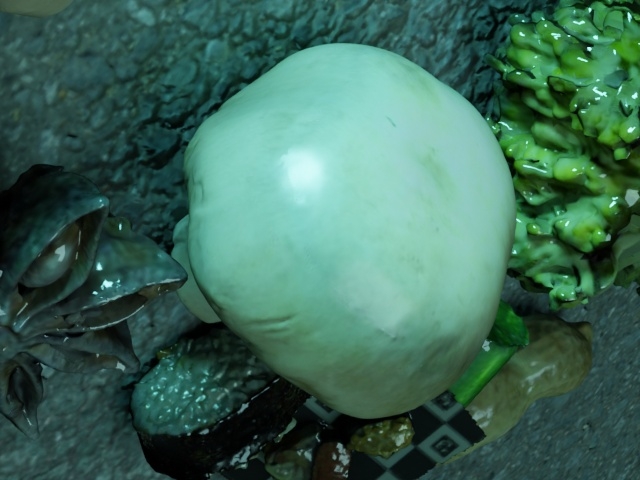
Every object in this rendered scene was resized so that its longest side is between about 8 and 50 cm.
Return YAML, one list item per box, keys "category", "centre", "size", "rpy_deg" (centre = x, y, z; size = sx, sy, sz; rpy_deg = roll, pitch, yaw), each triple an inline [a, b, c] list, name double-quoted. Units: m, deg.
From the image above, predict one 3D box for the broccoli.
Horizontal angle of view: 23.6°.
- category: "broccoli"
  centre: [0.277, -0.098, 1.198]
  size: [0.334, 0.272, 0.324]
  rpy_deg: [-9, 87, -30]

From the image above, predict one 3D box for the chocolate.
- category: "chocolate"
  centre: [0.044, 0.155, 1.264]
  size: [0.110, 0.110, 0.291]
  rpy_deg: [12, 123, -47]

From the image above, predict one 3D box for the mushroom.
- category: "mushroom"
  centre: [0.000, 0.000, 1.025]
  size: [0.234, 0.253, 0.260]
  rpy_deg: [-27, 156, 37]

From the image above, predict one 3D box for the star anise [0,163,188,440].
- category: "star anise"
  centre: [-0.207, 0.031, 0.936]
  size: [0.223, 0.109, 0.236]
  rpy_deg: [-3, 140, -32]

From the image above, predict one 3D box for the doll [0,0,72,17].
- category: "doll"
  centre: [-0.147, -0.243, 0.743]
  size: [0.278, 0.154, 0.119]
  rpy_deg: [-62, 167, 12]

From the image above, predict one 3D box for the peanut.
- category: "peanut"
  centre: [0.161, 0.124, 1.363]
  size: [0.228, 0.085, 0.104]
  rpy_deg: [-26, 155, -27]

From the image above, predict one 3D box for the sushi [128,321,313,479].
- category: "sushi"
  centre: [-0.069, 0.113, 1.139]
  size: [0.150, 0.090, 0.078]
  rpy_deg: [-37, 143, -17]

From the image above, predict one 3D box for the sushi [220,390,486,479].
- category: "sushi"
  centre: [0.018, 0.163, 1.197]
  size: [0.201, 0.031, 0.139]
  rpy_deg: [-35, 112, 18]
